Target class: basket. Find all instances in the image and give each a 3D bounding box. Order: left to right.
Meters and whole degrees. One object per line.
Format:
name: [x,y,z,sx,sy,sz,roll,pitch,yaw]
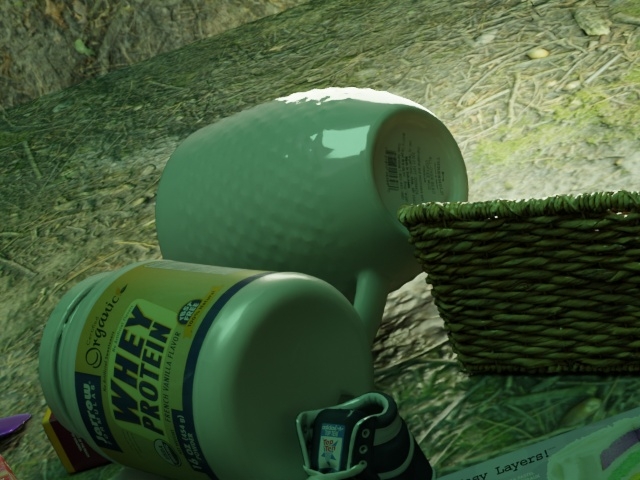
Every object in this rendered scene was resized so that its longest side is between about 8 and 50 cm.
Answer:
basket: [0.275,-0.001,1.592,0.299,0.223,0.213,-4,30,37]

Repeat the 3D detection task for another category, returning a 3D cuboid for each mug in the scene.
mug: [0.000,0.000,1.766,0.328,0.276,0.374,-15,62,47]

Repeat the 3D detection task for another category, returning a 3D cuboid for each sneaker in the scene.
sneaker: [0.006,0.258,1.367,0.099,0.153,0.282,-2,31,39]

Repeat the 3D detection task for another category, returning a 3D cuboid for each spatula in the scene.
spatula: [-0.437,0.292,1.834,0.084,0.030,0.296,-13,25,15]

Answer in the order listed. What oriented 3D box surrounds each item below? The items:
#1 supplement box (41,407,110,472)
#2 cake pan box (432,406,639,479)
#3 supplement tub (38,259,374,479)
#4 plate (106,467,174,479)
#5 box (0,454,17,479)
supplement box: [-0.227,0.199,1.783,0.188,0.080,0.104,-18,24,12]
cake pan box: [0.211,0.266,1.283,0.267,0.070,0.245,-20,22,7]
supplement tub: [-0.125,0.137,1.532,0.316,0.228,0.228,4,35,46]
plate: [-0.132,0.276,1.586,0.278,0.045,0.277,-30,25,-17]
box: [-0.419,0.356,1.570,0.257,0.122,0.128,-28,24,-12]
